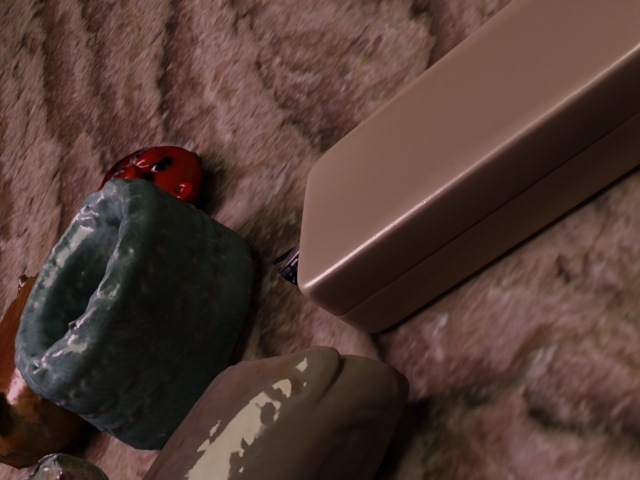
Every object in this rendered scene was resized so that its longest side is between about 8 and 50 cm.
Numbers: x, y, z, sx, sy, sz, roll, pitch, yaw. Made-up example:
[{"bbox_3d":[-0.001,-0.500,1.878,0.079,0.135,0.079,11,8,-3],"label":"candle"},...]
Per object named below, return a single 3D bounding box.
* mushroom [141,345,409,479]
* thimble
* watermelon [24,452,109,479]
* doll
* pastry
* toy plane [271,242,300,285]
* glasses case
[{"bbox_3d":[-0.093,0.244,0.903,0.154,0.137,0.407,17,70,50],"label":"mushroom"},{"bbox_3d":[-0.165,0.057,1.212,0.198,0.143,0.235,-34,33,39],"label":"thimble"},{"bbox_3d":[-0.219,0.278,1.162,0.187,0.071,0.139,-61,42,22],"label":"watermelon"},{"bbox_3d":[-0.196,-0.040,1.420,0.183,0.085,0.217,-46,17,-18],"label":"doll"},{"bbox_3d":[-0.280,0.122,1.385,0.229,0.100,0.218,-63,22,0],"label":"pastry"},{"bbox_3d":[0.000,0.000,1.113,0.120,0.031,0.049,-45,21,31],"label":"toy plane"},{"bbox_3d":[0.119,-0.071,0.930,0.336,0.076,0.144,-36,34,37],"label":"glasses case"}]
